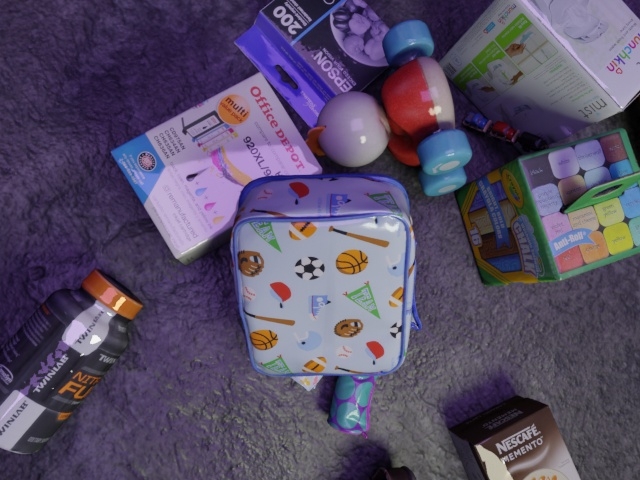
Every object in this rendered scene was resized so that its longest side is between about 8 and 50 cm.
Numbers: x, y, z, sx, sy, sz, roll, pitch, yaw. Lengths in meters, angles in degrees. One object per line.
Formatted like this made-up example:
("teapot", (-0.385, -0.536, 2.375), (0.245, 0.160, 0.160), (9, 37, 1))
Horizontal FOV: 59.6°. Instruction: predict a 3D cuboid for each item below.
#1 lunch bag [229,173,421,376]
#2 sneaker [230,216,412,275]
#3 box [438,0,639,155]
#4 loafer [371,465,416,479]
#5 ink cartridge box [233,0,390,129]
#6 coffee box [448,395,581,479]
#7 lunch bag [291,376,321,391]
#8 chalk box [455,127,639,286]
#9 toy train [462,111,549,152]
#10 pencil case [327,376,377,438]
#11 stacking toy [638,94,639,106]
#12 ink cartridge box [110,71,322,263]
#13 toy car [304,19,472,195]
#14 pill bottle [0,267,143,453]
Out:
("lunch bag", (0.013, 0.059, 0.741), (0.243, 0.115, 0.303), (-3, 128, 0))
("sneaker", (0.000, -0.001, 0.838), (0.282, 0.161, 0.102), (-18, 89, -9))
("box", (0.338, -0.275, 0.863), (0.231, 0.262, 0.127), (45, 80, -2))
("loafer", (0.020, 0.485, 0.807), (0.130, 0.134, 0.366), (33, 81, -5))
("ink cartridge box", (0.000, -0.323, 0.925), (0.208, 0.045, 0.206), (-44, 93, -9))
("coffee box", (0.326, 0.393, 0.882), (0.141, 0.098, 0.247), (-24, 89, -10))
("lunch bag", (-0.028, 0.184, 0.870), (0.083, 0.053, 0.071), (36, 78, 6))
("chalk box", (0.356, -0.043, 0.830), (0.180, 0.289, 0.179), (-17, 87, -10))
("toy train", (0.301, -0.178, 0.922), (0.158, 0.036, 0.027), (32, 86, 35))
("pencil case", (0.062, 0.223, 0.873), (0.070, 0.064, 0.152), (15, 83, 18))
("stacking toy", (0.687, -0.074, 0.918), (0.350, 0.350, 0.480), (-3, 103, -9))
("ink cartridge box", (-0.145, -0.096, 0.818), (0.232, 0.168, 0.171), (-31, 89, -11))
("toy car", (0.082, -0.171, 0.863), (0.238, 0.210, 0.219), (-16, 76, 7))
("pill bottle", (-0.362, 0.158, 0.780), (0.130, 0.130, 0.246), (39, 81, -4))
